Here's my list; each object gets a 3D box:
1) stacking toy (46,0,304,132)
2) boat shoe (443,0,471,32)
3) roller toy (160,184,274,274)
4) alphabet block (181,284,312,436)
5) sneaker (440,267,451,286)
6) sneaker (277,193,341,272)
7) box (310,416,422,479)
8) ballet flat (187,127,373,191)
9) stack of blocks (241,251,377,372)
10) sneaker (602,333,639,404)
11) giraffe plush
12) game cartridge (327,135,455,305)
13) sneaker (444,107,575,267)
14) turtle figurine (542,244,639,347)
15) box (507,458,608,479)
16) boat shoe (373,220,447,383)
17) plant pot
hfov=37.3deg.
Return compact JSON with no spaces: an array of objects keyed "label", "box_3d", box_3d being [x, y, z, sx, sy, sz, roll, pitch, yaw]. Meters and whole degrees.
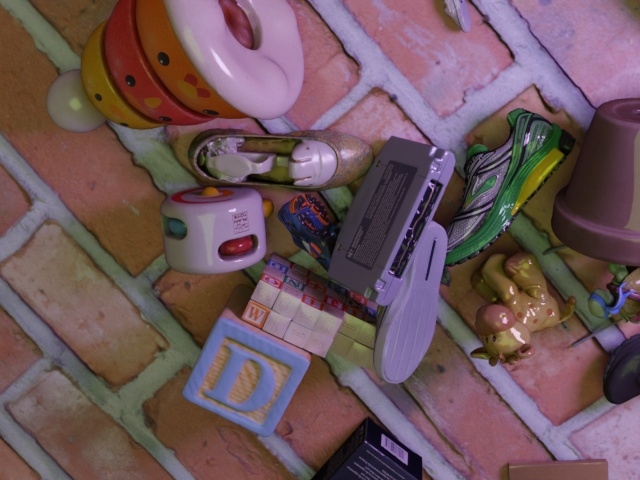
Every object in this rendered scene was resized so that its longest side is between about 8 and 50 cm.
[{"label":"stacking toy","box_3d":[-0.299,-0.304,1.683,0.480,0.350,0.351,-22,104,30]},{"label":"boat shoe","box_3d":[0.239,-0.417,1.695,0.035,0.035,0.100,-12,111,37]},{"label":"roller toy","box_3d":[-0.198,-0.029,1.768,0.209,0.191,0.146,-2,106,7]},{"label":"alphabet block","box_3d":[-0.131,0.229,1.837,0.193,0.197,0.192,28,108,-3]},{"label":"sneaker","box_3d":[0.167,0.042,1.827,0.170,0.051,0.089,1,102,2]},{"label":"sneaker","box_3d":[0.000,0.000,1.824,0.087,0.083,0.221,-7,125,51]},{"label":"box","box_3d":[0.089,0.496,1.941,0.153,0.108,0.207,39,107,-7]},{"label":"ballet flat","box_3d":[-0.078,-0.146,1.762,0.348,0.123,0.123,4,107,4]},{"label":"stack of blocks","box_3d":[0.011,0.148,1.812,0.297,0.171,0.087,26,107,-3]},{"label":"sneaker","box_3d":[0.656,0.221,1.779,0.109,0.130,0.286,30,112,-37]},{"label":"giraffe plush","box_3d":[0.347,0.146,1.743,0.210,0.170,0.181,41,148,7]},{"label":"game cartridge","box_3d":[0.120,-0.042,1.719,0.060,0.196,0.294,24,91,-35]},{"label":"sneaker","box_3d":[0.306,-0.092,1.748,0.146,0.134,0.343,39,101,4]},{"label":"turtle figurine","box_3d":[0.579,0.052,1.764,0.266,0.275,0.198,-23,81,-8]},{"label":"box","box_3d":[0.492,0.529,1.956,0.201,0.021,0.164,-4,106,7]},{"label":"boat shoe","box_3d":[0.154,0.108,1.728,0.109,0.094,0.302,18,88,-34]},{"label":"plant pot","box_3d":[0.535,-0.115,1.617,0.263,0.263,0.229,0,117,6]}]
